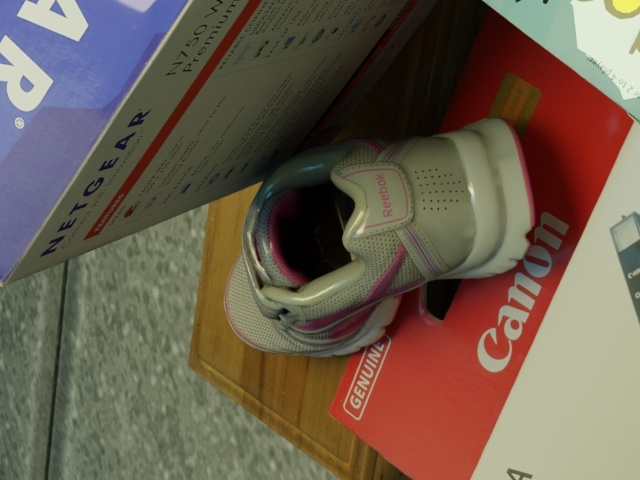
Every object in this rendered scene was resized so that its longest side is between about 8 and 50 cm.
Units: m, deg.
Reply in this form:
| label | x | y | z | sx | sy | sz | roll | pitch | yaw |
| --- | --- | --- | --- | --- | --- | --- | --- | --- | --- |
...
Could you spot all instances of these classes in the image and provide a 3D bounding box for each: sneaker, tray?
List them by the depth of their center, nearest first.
| label | x | y | z | sx | sy | sz | roll | pitch | yaw |
| --- | --- | --- | --- | --- | --- | --- | --- | --- | --- |
| sneaker | 0.000 | 0.000 | 0.756 | 0.252 | 0.111 | 0.103 | -36 | 61 | 53 |
| tray | 0.017 | -0.069 | 0.885 | 0.203 | 0.076 | 0.411 | 28 | 117 | 46 |

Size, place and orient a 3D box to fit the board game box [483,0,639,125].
| label | x | y | z | sx | sy | sz | roll | pitch | yaw |
| --- | --- | --- | --- | --- | --- | --- | --- | --- | --- |
| board game box | 0.187 | -0.184 | 0.535 | 0.144 | 0.142 | 0.275 | 45 | 111 | 32 |

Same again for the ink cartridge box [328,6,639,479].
| label | x | y | z | sx | sy | sz | roll | pitch | yaw |
| --- | --- | --- | --- | --- | --- | --- | --- | --- | --- |
| ink cartridge box | 0.127 | 0.056 | 0.714 | 0.261 | 0.066 | 0.296 | 34 | 119 | 27 |

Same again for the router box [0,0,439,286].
| label | x | y | z | sx | sy | sz | roll | pitch | yaw |
| --- | --- | --- | --- | --- | --- | --- | --- | --- | --- |
| router box | -0.002 | -0.156 | 0.619 | 0.082 | 0.301 | 0.335 | 44 | 117 | 10 |
